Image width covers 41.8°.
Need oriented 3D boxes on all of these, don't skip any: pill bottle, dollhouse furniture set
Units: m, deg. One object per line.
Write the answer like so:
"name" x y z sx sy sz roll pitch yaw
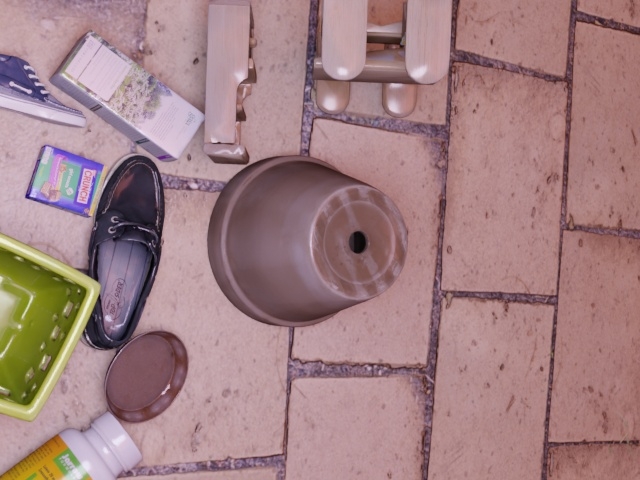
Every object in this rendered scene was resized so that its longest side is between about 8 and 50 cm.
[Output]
"pill bottle" -0.413 0.387 1.334 0.246 0.136 0.136 -36 107 -23
"dollhouse furniture set" 0.007 -0.259 1.442 0.395 0.362 0.256 2 90 -2

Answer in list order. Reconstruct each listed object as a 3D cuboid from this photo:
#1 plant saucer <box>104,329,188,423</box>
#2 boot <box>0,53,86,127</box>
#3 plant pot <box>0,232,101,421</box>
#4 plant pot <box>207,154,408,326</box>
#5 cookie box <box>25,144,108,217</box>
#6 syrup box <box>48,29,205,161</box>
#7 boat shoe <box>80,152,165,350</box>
"plant saucer" -0.300 0.228 1.426 0.168 0.029 0.168 -20 119 -40
"boot" -0.462 -0.242 1.338 0.190 0.069 0.086 14 87 -26
"plant pot" -0.494 0.113 1.248 0.227 0.207 0.228 30 76 -26
"plant pot" 0.000 0.000 1.471 0.323 0.280 0.323 0 89 -29
"cookie box" -0.417 -0.097 1.380 0.107 0.040 0.091 19 81 -28
"syrup box" -0.320 -0.236 1.399 0.237 0.096 0.093 36 75 -24
"boat shoe" -0.322 0.018 1.391 0.127 0.113 0.339 20 81 -27
